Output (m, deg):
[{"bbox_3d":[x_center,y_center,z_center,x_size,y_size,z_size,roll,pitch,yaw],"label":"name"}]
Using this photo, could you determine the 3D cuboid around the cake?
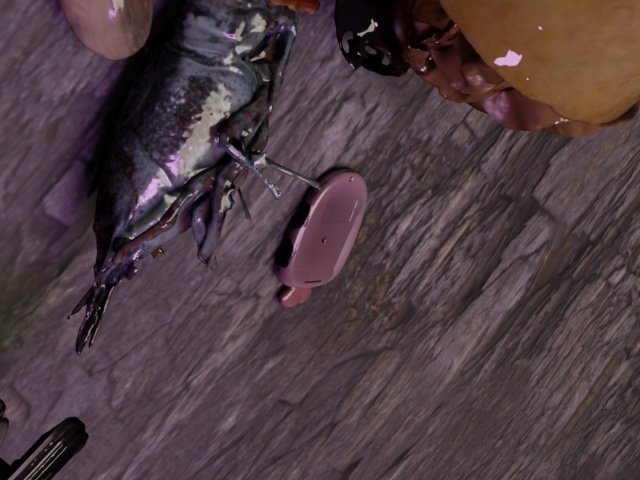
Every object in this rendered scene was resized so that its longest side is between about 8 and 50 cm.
[{"bbox_3d":[0.157,-0.225,1.302,0.321,0.332,0.332,-36,160,36],"label":"cake"}]

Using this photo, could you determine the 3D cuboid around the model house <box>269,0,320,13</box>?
[{"bbox_3d":[-0.049,-0.273,1.091,0.254,0.196,0.160,-27,141,-33],"label":"model house"}]

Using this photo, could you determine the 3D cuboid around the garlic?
[{"bbox_3d":[-0.160,-0.183,1.150,0.084,0.066,0.152,-33,141,-29],"label":"garlic"}]

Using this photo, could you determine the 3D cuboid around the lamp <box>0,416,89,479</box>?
[{"bbox_3d":[-0.281,0.077,1.168,0.203,0.124,0.283,-44,103,-11],"label":"lamp"}]

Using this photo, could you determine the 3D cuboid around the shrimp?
[{"bbox_3d":[-0.100,-0.061,1.243,0.137,0.172,0.372,-3,115,-56],"label":"shrimp"}]

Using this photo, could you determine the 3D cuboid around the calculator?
[{"bbox_3d":[0.000,0.000,1.550,0.103,0.024,0.166,-3,122,-50],"label":"calculator"}]

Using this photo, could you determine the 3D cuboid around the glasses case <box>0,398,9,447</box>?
[{"bbox_3d":[-0.375,0.267,1.302,0.114,0.060,0.299,5,116,-47],"label":"glasses case"}]
